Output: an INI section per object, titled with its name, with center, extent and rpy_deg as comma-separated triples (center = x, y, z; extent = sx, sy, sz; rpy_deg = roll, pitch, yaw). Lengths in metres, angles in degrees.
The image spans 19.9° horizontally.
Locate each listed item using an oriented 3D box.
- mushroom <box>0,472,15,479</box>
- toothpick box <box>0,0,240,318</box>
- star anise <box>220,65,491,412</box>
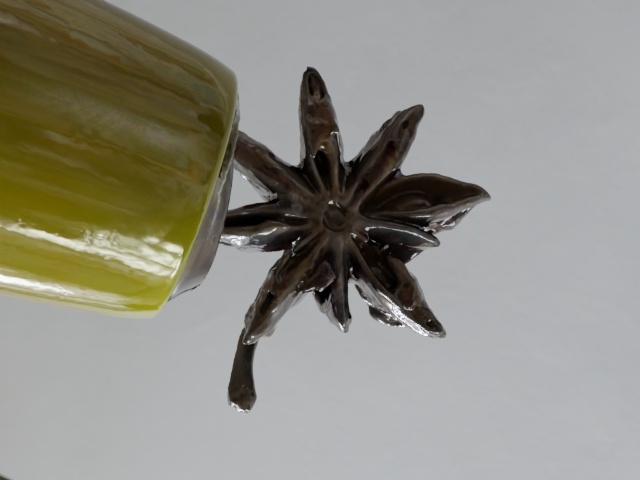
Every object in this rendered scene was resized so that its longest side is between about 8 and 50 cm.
[mushroom]
center = -0.201, 0.099, 0.688
extent = 0.107, 0.333, 0.087
rpy_deg = -58, -173, -6
[toothpick box]
center = -0.177, -0.061, 0.926
extent = 0.175, 0.271, 0.175
rpy_deg = -161, -90, -78
[star anise]
center = -0.001, 0.000, 1.251
extent = 0.231, 0.089, 0.209
rpy_deg = -36, -97, -3
